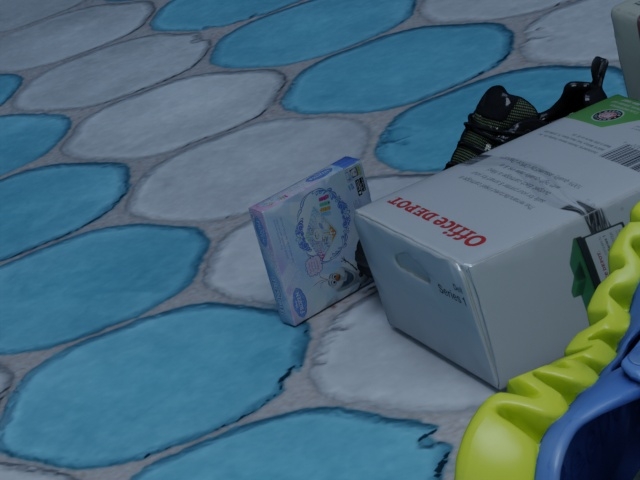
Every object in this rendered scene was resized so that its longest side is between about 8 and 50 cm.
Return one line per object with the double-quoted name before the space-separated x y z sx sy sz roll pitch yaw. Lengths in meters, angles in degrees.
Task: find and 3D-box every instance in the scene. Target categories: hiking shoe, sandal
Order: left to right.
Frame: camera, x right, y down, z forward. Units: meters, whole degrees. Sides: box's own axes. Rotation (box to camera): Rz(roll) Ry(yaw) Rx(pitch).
"hiking shoe" 0.114 -0.050 1.356 0.227 0.114 0.086 -26 23 -21
"sandal" 0.199 0.072 1.011 0.138 0.126 0.317 3 37 34

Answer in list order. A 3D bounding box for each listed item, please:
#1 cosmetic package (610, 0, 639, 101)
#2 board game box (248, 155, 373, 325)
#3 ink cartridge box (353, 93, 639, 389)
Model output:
"cosmetic package" 0.339 -0.102 1.300 0.153 0.129 0.296 -24 22 -15
"board game box" 0.000 0.000 1.351 0.090 0.090 0.020 -29 27 -30
"ink cartridge box" 0.155 -0.005 1.246 0.219 0.093 0.160 -24 22 -17
